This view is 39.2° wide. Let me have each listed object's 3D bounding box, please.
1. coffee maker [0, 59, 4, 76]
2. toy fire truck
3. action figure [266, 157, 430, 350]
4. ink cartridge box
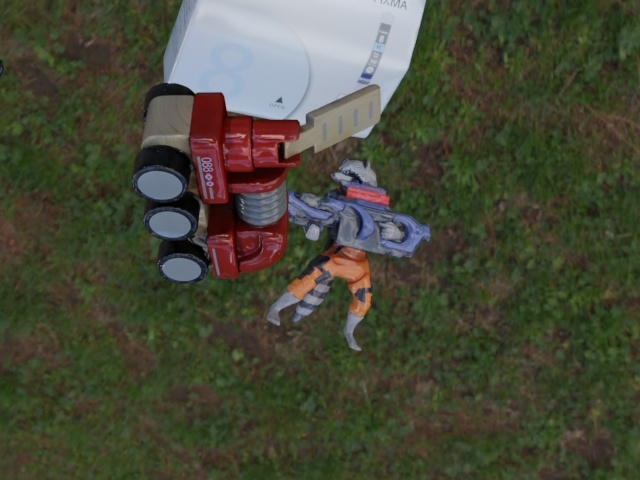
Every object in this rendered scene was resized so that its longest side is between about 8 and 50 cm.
[{"bbox_3d":[-0.412,-0.149,0.824,0.178,0.171,0.120,41,156,9],"label":"coffee maker"},{"bbox_3d":[-0.057,-0.073,0.962,0.246,0.158,0.217,-1,142,1],"label":"toy fire truck"},{"bbox_3d":[0.000,0.000,1.616,0.341,0.178,0.330,21,90,-16],"label":"action figure"},{"bbox_3d":[-0.005,-0.314,1.157,0.308,0.091,0.385,9,139,-22],"label":"ink cartridge box"}]
